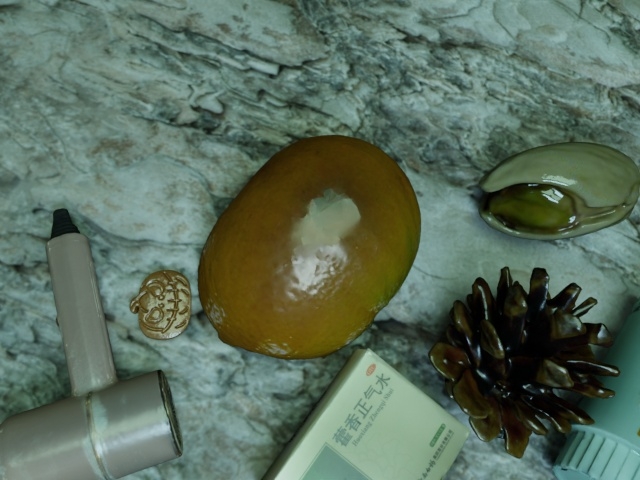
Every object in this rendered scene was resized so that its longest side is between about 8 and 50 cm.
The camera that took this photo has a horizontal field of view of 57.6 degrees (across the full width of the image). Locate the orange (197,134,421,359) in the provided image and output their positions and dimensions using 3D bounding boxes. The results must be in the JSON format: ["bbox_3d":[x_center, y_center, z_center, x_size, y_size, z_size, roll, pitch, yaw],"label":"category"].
[{"bbox_3d":[-0.001,-0.004,0.778,0.274,0.274,0.310,45,41,4],"label":"orange"}]

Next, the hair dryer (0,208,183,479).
[{"bbox_3d":[-0.298,0.118,0.700,0.189,0.107,0.344,-16,69,-12],"label":"hair dryer"}]

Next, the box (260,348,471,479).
[{"bbox_3d":[0.050,0.266,0.710,0.168,0.095,0.212,37,71,4],"label":"box"}]

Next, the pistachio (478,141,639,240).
[{"bbox_3d":[0.343,-0.073,0.838,0.237,0.153,0.138,-9,117,-10],"label":"pistachio"}]

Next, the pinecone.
[{"bbox_3d":[0.258,0.137,0.729,0.202,0.201,0.229,44,35,-38],"label":"pinecone"}]

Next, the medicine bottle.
[{"bbox_3d":[0.441,0.207,0.760,0.158,0.158,0.318,40,71,2],"label":"medicine bottle"}]

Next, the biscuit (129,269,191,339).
[{"bbox_3d":[-0.207,0.083,0.754,0.078,0.015,0.091,-2,75,-11],"label":"biscuit"}]
